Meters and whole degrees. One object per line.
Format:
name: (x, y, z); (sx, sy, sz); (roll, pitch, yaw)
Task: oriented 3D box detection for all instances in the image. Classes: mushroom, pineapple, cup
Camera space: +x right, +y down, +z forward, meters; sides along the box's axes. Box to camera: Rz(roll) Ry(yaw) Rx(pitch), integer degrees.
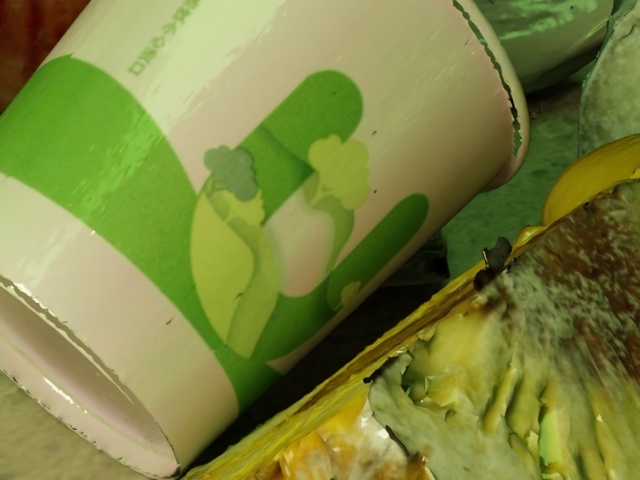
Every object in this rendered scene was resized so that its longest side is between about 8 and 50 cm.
mushroom: (0.049, -0.138, 1.306); (0.328, 0.122, 0.159); (-22, 19, -27)
pineapple: (0.068, 0.137, 0.832); (0.209, 0.286, 0.344); (53, 39, 3)
cup: (-0.064, -0.034, 0.981); (0.253, 0.253, 0.274); (25, 63, 40)

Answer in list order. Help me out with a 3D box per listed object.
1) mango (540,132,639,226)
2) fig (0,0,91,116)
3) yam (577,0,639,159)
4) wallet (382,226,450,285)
mango: (0.276, 0.006, 0.992); (0.331, 0.142, 0.195); (-3, 12, 1)
fig: (-0.155, -0.174, 1.186); (0.235, 0.214, 0.235); (-5, 65, 12)
yam: (0.298, -0.137, 1.196); (0.241, 0.241, 0.348); (3, 29, 12)
wallet: (0.000, 0.000, 1.139); (0.155, 0.039, 0.110); (-4, 17, 2)
